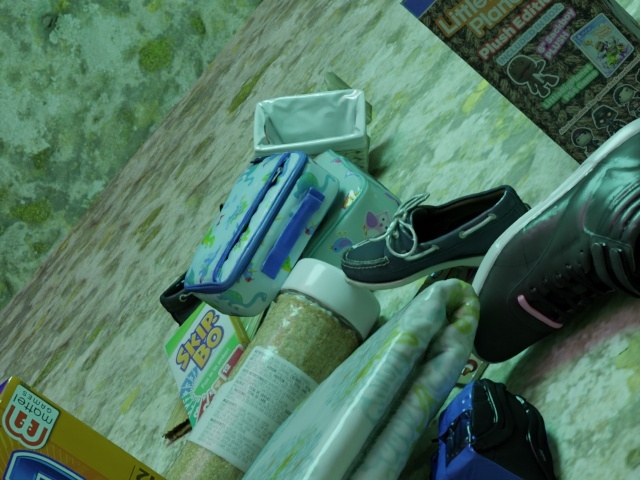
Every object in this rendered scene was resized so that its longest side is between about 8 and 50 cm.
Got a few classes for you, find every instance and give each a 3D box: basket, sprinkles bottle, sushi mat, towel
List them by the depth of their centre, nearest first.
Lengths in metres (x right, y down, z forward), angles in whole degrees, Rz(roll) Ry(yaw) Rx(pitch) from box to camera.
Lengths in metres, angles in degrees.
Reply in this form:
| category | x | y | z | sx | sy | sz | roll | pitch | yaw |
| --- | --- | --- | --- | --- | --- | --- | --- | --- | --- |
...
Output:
| category | x | y | z | sx | sy | sz | roll | pitch | yaw |
| --- | --- | --- | --- | --- | --- | --- | --- | --- | --- |
| towel | -0.004 | 0.233 | 1.310 | 0.374 | 0.090 | 0.320 | -53 | 4 | -37 |
| sprinkles bottle | -0.064 | 0.195 | 1.631 | 0.355 | 0.121 | 0.121 | -57 | 19 | -17 |
| basket | -0.008 | -0.145 | 2.038 | 0.167 | 0.103 | 0.113 | -7 | 46 | 8 |
| sushi mat | -0.138 | 0.149 | 2.044 | 0.151 | 0.019 | 0.316 | -33 | 26 | 43 |

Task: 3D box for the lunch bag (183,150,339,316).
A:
| category | x | y | z | sx | sy | sz | roll | pitch | yaw |
| --- | --- | --- | --- | --- | --- | --- | --- | --- | --- |
| lunch bag | -0.076 | -0.011 | 1.760 | 0.219 | 0.090 | 0.176 | -59 | 22 | -14 |

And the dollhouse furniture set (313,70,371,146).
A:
| category | x | y | z | sx | sy | sz | roll | pitch | yaw |
| --- | --- | --- | --- | --- | --- | --- | --- | --- | --- |
| dollhouse furniture set | -0.017 | -0.155 | 2.202 | 0.182 | 0.101 | 0.161 | -42 | 21 | 25 |

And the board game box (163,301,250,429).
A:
| category | x | y | z | sx | sy | sz | roll | pitch | yaw |
| --- | --- | --- | --- | --- | --- | --- | --- | --- | --- |
| board game box | -0.151 | 0.171 | 1.926 | 0.124 | 0.039 | 0.259 | -47 | 31 | 11 |

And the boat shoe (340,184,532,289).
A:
| category | x | y | z | sx | sy | sz | roll | pitch | yaw |
| --- | --- | --- | --- | --- | --- | --- | --- | --- | --- |
| boat shoe | 0.121 | -0.005 | 1.542 | 0.254 | 0.079 | 0.095 | -11 | 37 | 39 |

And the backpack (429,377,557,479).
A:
| category | x | y | z | sx | sy | sz | roll | pitch | yaw |
| --- | --- | --- | --- | --- | --- | --- | --- | --- | --- |
| backpack | 0.143 | 0.186 | 1.204 | 0.101 | 0.098 | 0.120 | -45 | 20 | 30 |

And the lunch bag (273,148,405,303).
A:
| category | x | y | z | sx | sy | sz | roll | pitch | yaw |
| --- | --- | --- | --- | --- | --- | --- | --- | --- | --- |
| lunch bag | 0.000 | 0.000 | 1.866 | 0.224 | 0.108 | 0.279 | -53 | 18 | 4 |

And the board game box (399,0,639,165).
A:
| category | x | y | z | sx | sy | sz | roll | pitch | yaw |
| --- | --- | --- | --- | --- | --- | --- | --- | --- | --- |
| board game box | 0.228 | -0.255 | 1.521 | 0.141 | 0.291 | 0.232 | -45 | 19 | 18 |

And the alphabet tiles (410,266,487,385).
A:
| category | x | y | z | sx | sy | sz | roll | pitch | yaw |
| --- | --- | --- | --- | --- | --- | --- | --- | --- | --- |
| alphabet tiles | 0.138 | 0.101 | 1.513 | 0.198 | 0.009 | 0.237 | -56 | 19 | -13 |

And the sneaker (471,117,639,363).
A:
| category | x | y | z | sx | sy | sz | roll | pitch | yaw |
| --- | --- | --- | --- | --- | --- | --- | --- | --- | --- |
| sneaker | 0.244 | 0.029 | 1.254 | 0.296 | 0.104 | 0.147 | -49 | 25 | 20 |

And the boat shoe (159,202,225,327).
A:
| category | x | y | z | sx | sy | sz | roll | pitch | yaw |
| --- | --- | --- | --- | --- | --- | --- | --- | --- | --- |
| boat shoe | -0.120 | -0.007 | 2.087 | 0.340 | 0.113 | 0.127 | -51 | 19 | 0 |

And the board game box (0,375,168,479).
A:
| category | x | y | z | sx | sy | sz | roll | pitch | yaw |
| --- | --- | --- | --- | --- | --- | --- | --- | --- | --- |
| board game box | -0.333 | 0.435 | 1.439 | 0.356 | 0.356 | 0.356 | -36 | 24 | 39 |
